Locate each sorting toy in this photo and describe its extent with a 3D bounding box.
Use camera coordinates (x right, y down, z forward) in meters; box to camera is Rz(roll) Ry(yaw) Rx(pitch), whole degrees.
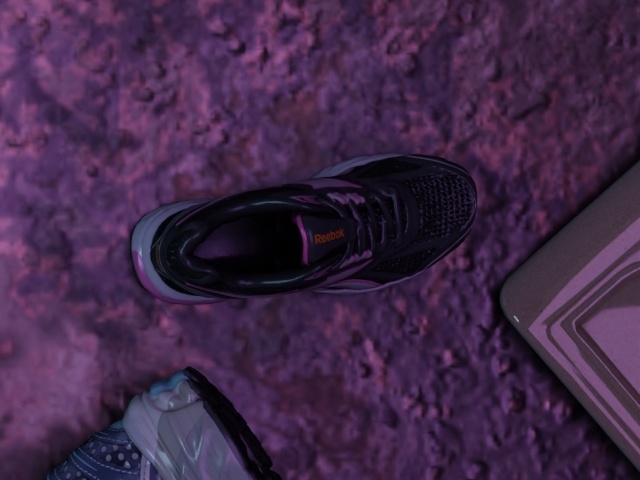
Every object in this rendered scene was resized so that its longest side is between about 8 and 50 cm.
[{"bbox_3d":[0.278,0.014,0.999,0.307,0.041,0.229,-41,92,-1],"label":"sorting toy"}]

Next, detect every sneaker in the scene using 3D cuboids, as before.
[{"bbox_3d":[-0.039,0.206,0.918,0.122,0.110,0.283,-30,95,4],"label":"sneaker"},{"bbox_3d":[0.000,0.000,0.930,0.178,0.077,0.072,-16,95,-16],"label":"sneaker"}]
